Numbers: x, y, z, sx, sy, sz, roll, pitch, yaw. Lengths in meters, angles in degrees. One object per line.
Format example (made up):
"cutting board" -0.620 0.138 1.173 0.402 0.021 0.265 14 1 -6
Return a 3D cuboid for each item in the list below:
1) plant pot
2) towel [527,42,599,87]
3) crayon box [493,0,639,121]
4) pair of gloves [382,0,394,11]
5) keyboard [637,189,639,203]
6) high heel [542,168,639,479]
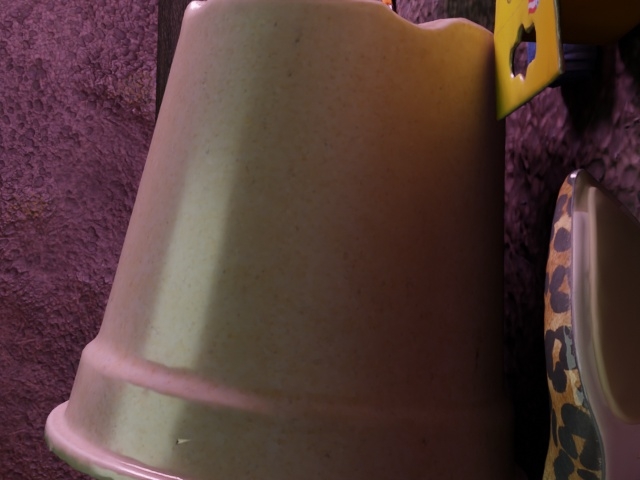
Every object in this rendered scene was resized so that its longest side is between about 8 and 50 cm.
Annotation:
"plant pot" 0.000 0.000 0.748 0.334 0.334 0.305 -165 83 -73
"towel" 0.159 -0.163 0.714 0.067 0.029 0.119 177 95 -73
"crayon box" 0.147 -0.230 0.579 0.202 0.081 0.318 -23 -65 -89
"pair of gloves" 0.058 -0.206 1.088 0.083 0.010 0.074 154 118 -68
"keyboard" 0.213 -0.046 0.533 0.180 0.023 0.108 110 156 -48
"high heel" 0.137 0.104 0.613 0.186 0.093 0.261 -32 70 63
